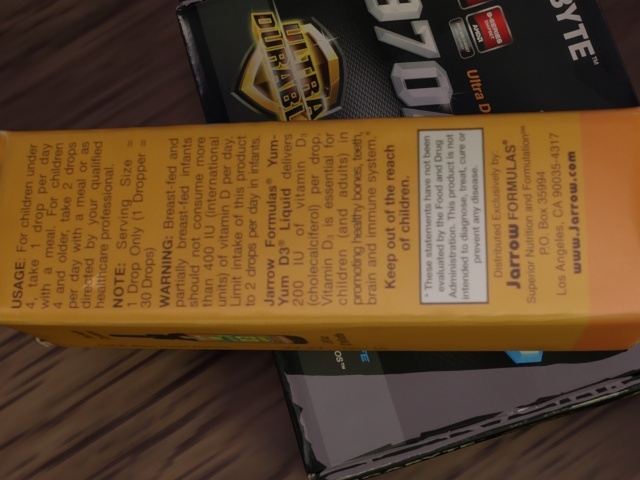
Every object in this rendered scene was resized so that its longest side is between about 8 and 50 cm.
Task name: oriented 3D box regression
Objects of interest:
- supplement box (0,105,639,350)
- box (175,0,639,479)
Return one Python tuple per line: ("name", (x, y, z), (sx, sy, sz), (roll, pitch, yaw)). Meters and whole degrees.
("supplement box", (0.000, 0.000, 0.394), (0.233, 0.078, 0.080), (-3, 76, 6))
("box", (0.050, -0.025, 0.462), (0.175, 0.051, 0.220), (-17, 74, 2))
